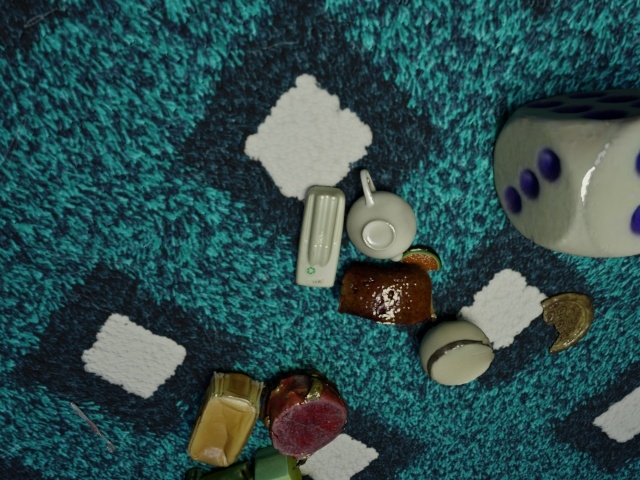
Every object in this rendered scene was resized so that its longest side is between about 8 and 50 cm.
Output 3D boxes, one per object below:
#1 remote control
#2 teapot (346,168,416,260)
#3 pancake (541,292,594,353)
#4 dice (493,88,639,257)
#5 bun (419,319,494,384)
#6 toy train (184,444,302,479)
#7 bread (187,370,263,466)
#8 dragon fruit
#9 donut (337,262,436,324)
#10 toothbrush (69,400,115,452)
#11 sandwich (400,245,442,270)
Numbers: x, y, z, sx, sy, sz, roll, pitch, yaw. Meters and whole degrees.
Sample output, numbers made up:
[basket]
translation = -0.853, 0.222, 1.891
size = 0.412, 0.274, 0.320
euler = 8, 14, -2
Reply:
[remote control]
translation = 0.000, 0.000, 0.901
size = 0.090, 0.049, 0.230
euler = 4, 117, -6
[teapot]
translation = 0.122, -0.038, 0.873
size = 0.145, 0.092, 0.226
euler = -13, 111, 16
[pancake]
translation = 0.627, 0.213, 1.100
size = 0.191, 0.020, 0.184
euler = 27, 111, -18
[dice]
translation = 0.500, -0.132, 0.786
size = 0.244, 0.259, 0.251
euler = -16, 116, -2
[bun]
translation = 0.321, 0.261, 1.030
size = 0.173, 0.119, 0.172
euler = -4, 124, -6
[toy train]
translation = -0.207, 0.729, 1.179
size = 0.398, 0.160, 0.253
euler = -18, 110, 1
[bread]
translation = -0.237, 0.441, 1.055
size = 0.137, 0.107, 0.241
euler = 18, 112, -12
[dragon fruit]
translation = -0.052, 0.428, 1.065
size = 0.211, 0.147, 0.281
euler = 1, 119, -18
[donut]
translation = 0.152, 0.119, 0.929
size = 0.187, 0.144, 0.126
euler = 7, 101, 28
[toothbrush]
translation = -0.581, 0.477, 1.080
size = 0.013, 0.019, 0.193
euler = -20, 115, 4
[sandwich]
translation = 0.225, 0.043, 0.965
size = 0.101, 0.026, 0.069
euler = -9, 121, 1
